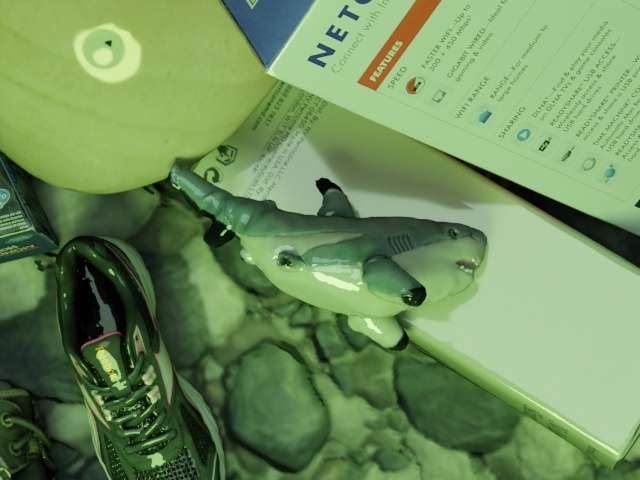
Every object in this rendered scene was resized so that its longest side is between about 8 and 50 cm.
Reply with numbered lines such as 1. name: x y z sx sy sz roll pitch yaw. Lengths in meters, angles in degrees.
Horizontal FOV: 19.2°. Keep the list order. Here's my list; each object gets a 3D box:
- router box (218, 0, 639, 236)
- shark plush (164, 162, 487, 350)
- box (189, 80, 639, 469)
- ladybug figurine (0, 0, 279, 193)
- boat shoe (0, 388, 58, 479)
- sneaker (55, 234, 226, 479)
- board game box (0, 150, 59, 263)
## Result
1. router box: 0.164 -0.181 0.911 0.335 0.301 0.082 -54 39 19
2. shark plush: 0.000 0.000 0.963 0.161 0.073 0.067 15 65 14
3. box: 0.068 0.013 1.030 0.275 0.113 0.094 32 86 13
4. ladybug figurine: -0.116 -0.252 1.027 0.305 0.162 0.449 -12 65 31
5. boat shoe: -0.190 0.112 1.059 0.223 0.080 0.073 37 91 16
6. sneaker: -0.112 0.078 1.056 0.072 0.077 0.178 -27 78 3
7. board game box: -0.270 -0.068 1.112 0.194 0.060 0.194 -14 77 4
